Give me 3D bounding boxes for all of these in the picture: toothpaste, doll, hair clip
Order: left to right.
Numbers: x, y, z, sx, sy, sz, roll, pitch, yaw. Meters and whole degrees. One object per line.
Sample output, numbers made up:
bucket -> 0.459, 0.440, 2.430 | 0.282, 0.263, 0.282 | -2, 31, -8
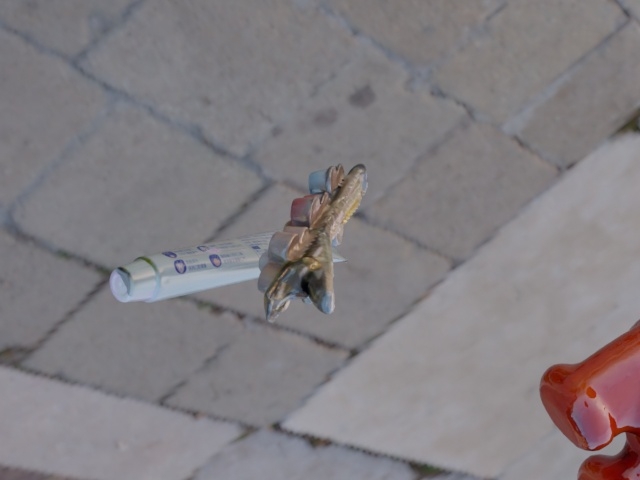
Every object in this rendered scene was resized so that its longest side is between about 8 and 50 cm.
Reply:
toothpaste -> -0.064, 0.015, 1.092 | 0.218, 0.052, 0.033 | -12, 133, -48
hair clip -> -0.007, 0.000, 0.982 | 0.056, 0.214, 0.062 | 2, 114, 7
doll -> 0.282, 0.036, 0.876 | 0.336, 0.105, 0.200 | -33, 121, -10
